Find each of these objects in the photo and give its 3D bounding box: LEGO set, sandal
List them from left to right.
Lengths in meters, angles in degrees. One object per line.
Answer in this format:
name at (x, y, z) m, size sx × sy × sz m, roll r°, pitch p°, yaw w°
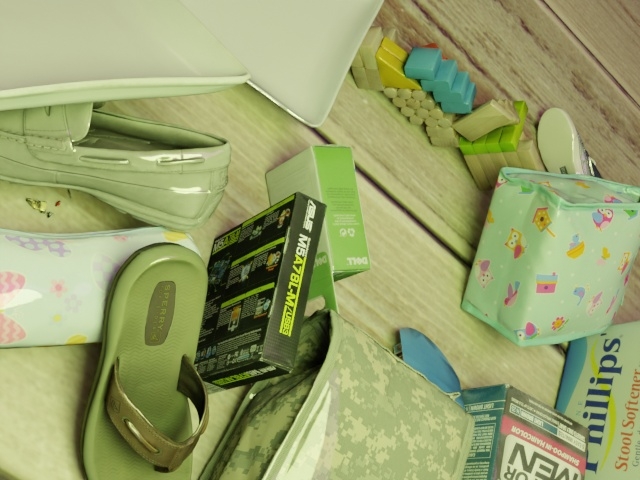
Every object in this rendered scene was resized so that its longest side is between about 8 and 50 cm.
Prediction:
LEGO set at (-0.275, -0.064, 0.893) m, size 0.054 × 0.023 × 0.083 m, roll 21°, pitch 64°, yaw -30°
sandal at (-0.158, 0.152, 0.805) m, size 0.120 × 0.086 × 0.303 m, roll -10°, pitch 117°, yaw -38°

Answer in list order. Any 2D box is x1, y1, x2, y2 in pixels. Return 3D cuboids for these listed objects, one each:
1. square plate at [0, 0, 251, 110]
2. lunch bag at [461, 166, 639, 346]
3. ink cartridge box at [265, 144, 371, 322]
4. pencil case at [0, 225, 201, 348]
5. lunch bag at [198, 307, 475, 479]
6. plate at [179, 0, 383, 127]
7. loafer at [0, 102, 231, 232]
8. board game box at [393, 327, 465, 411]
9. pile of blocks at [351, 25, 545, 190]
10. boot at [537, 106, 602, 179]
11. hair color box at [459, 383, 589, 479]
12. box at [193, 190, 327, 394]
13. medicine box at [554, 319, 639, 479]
square plate at (-0.297, -0.223, 0.819) m, size 0.347 × 0.049 × 0.344 m, roll -13°, pitch 47°, yaw -39°
lunch bag at (0.356, 0.021, 1.202) m, size 0.262 × 0.160 × 0.224 m, roll -1°, pitch 112°, yaw -34°
ink cartridge box at (0.000, 0.000, 1.022) m, size 0.062 × 0.109 × 0.209 m, roll -1°, pitch 76°, yaw -36°
pencil case at (-0.251, 0.042, 0.820) m, size 0.273 × 0.113 × 0.124 m, roll 3°, pitch 78°, yaw -36°
lunch bag at (0.021, 0.246, 0.909) m, size 0.235 × 0.169 × 0.287 m, roll 38°, pitch 68°, yaw -21°
plate at (-0.074, -0.307, 1.085) m, size 0.277 × 0.045 × 0.278 m, roll 32°, pitch 59°, yaw -14°
loafer at (-0.245, -0.107, 0.834) m, size 0.319 × 0.111 × 0.112 m, roll 16°, pitch 32°, yaw -16°
board game box at (0.137, 0.196, 1.092) m, size 0.133 × 0.033 × 0.169 m, roll 39°, pitch 31°, yaw -32°
pile of blocks at (0.199, -0.216, 1.213) m, size 0.362 × 0.149 × 0.113 m, roll 36°, pitch 58°, yaw -22°
boot at (0.424, -0.132, 1.413) m, size 0.086 × 0.069 × 0.190 m, roll -15°, pitch 93°, yaw -46°
hair color box at (0.236, 0.380, 1.080) m, size 0.173 × 0.105 × 0.347 m, roll 30°, pitch 61°, yaw -26°
box at (-0.075, 0.061, 0.896) m, size 0.045 × 0.190 × 0.184 m, roll 27°, pitch 61°, yaw -25°
medicine box at (0.487, 0.255, 1.186) m, size 0.149 × 0.289 × 0.264 m, roll 38°, pitch 57°, yaw -24°
